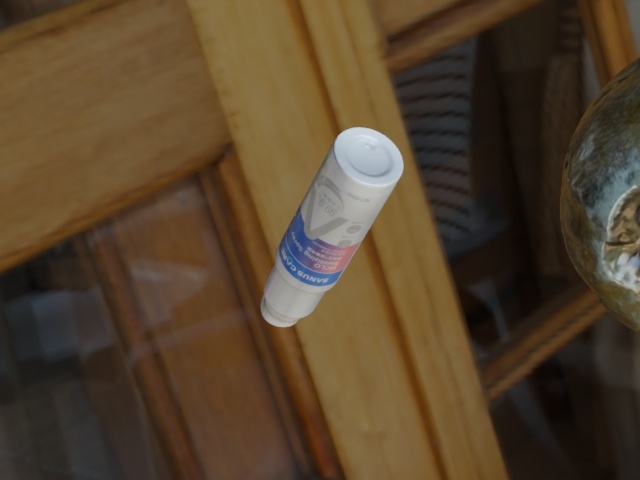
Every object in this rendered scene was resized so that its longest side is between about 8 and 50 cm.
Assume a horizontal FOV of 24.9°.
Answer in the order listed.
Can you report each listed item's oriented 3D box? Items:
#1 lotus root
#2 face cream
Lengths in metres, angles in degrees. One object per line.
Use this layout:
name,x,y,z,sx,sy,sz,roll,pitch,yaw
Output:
lotus root,0.219,-0.043,0.696,0.158,0.140,0.322,2,15,28
face cream,0.000,0.000,0.677,0.034,0.034,0.130,-31,-18,-37
